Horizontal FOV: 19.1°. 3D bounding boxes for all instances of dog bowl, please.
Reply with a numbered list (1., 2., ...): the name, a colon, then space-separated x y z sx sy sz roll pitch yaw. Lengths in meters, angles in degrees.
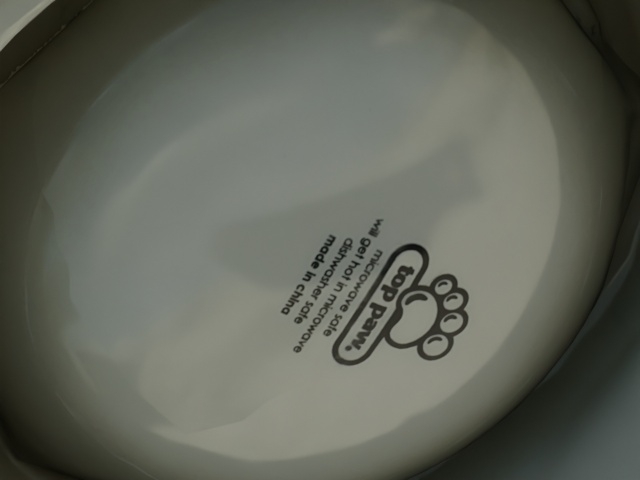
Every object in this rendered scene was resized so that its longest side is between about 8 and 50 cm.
1. dog bowl: 0.000 0.000 0.722 0.408 0.408 0.150 -44 31 9
